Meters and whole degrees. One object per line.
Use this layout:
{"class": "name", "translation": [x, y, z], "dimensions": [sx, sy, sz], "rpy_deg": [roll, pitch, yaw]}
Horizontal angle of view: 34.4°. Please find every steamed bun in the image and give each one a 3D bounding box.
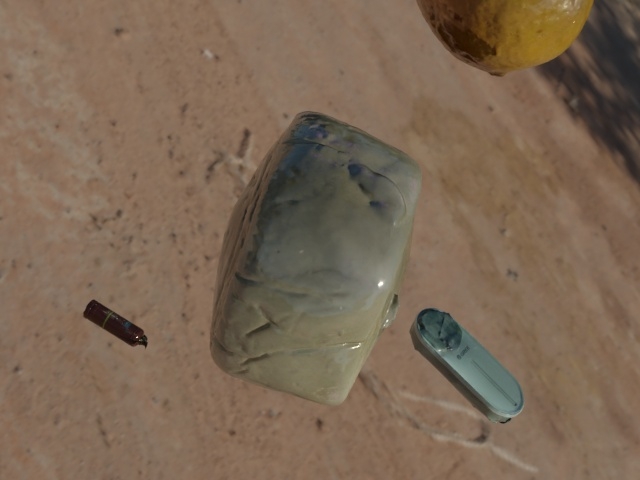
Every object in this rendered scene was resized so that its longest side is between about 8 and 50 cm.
{"class": "steamed bun", "translation": [0.000, 0.001, 1.353], "dimensions": [0.247, 0.236, 0.383], "rpy_deg": [20, 62, -1]}

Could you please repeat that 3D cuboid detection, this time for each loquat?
{"class": "loquat", "translation": [0.198, -0.299, 1.153], "dimensions": [0.193, 0.238, 0.238], "rpy_deg": [-11, 58, -6]}

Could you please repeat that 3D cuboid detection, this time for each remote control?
{"class": "remote control", "translation": [0.258, 0.221, 1.834], "dimensions": [0.247, 0.052, 0.104], "rpy_deg": [45, 42, 8]}

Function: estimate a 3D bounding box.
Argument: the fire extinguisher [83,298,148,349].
{"class": "fire extinguisher", "translation": [-0.353, 0.153, 1.812], "dimensions": [0.132, 0.039, 0.056], "rpy_deg": [30, 12, 8]}
